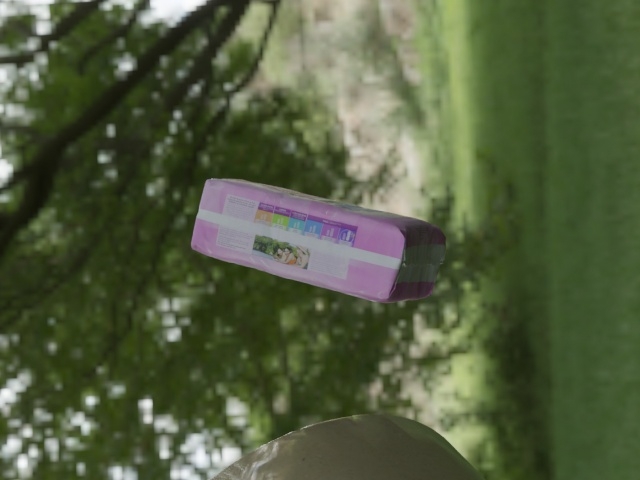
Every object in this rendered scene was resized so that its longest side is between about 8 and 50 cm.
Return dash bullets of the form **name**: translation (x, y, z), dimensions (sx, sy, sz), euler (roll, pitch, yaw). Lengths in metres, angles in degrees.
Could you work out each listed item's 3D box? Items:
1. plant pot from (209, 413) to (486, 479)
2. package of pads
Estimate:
- **plant pot**: translation (0.064, 0.249, 0.697), dimensions (0.274, 0.256, 0.256), euler (33, 142, 42)
- **package of pads**: translation (0.000, 0.000, 0.611), dimensions (0.050, 0.083, 0.032), euler (7, -84, -68)
